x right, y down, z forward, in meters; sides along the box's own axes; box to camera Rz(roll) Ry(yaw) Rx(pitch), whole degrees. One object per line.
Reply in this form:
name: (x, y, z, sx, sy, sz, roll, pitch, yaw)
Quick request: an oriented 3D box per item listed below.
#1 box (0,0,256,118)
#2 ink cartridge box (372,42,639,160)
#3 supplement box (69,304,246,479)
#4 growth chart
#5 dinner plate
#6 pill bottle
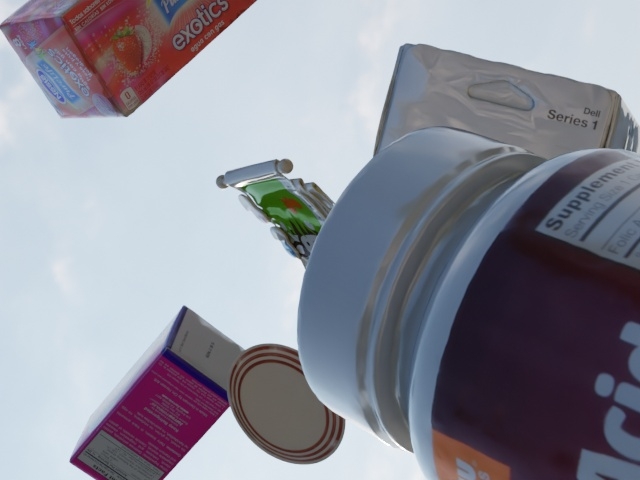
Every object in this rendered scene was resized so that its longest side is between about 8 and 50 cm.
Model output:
box: (-0.207, -0.286, 1.685, 0.300, 0.154, 0.142, -46, -60, -28)
ink cartridge box: (0.148, -0.067, 1.056, 0.219, 0.160, 0.092, 13, -88, -70)
supplement box: (-0.200, 0.209, 1.777, 0.220, 0.114, 0.111, -47, 12, 24)
growth chart: (0.000, 0.000, 1.502, 0.237, 0.172, 0.021, 44, -116, -11)
dinner plate: (-0.037, 0.171, 1.478, 0.141, 0.141, 0.017, -36, -7, -47)
pill bottle: (0.189, 0.081, 0.737, 0.224, 0.392, 0.224, -25, -55, -40)
